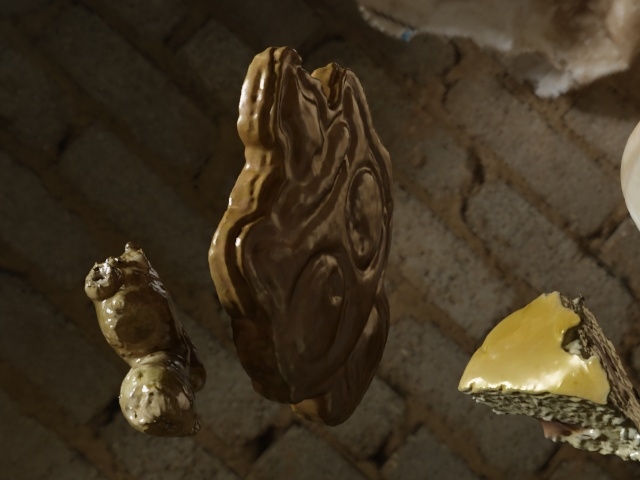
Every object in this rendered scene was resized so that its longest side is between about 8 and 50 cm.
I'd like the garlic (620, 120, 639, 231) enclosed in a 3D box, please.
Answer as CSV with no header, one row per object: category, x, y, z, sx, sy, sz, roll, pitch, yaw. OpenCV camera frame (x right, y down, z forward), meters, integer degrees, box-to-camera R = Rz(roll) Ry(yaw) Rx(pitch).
garlic,0.266,-0.055,0.668,0.145,0.164,0.245,32,169,26

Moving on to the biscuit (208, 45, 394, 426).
biscuit,0.004,0.001,0.961,0.051,0.269,0.375,7,135,25

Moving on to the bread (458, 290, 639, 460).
bread,0.344,0.155,1.464,0.183,0.211,0.224,44,151,-27

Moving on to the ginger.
ginger,-0.135,0.078,0.846,0.133,0.059,0.214,62,-178,-12
